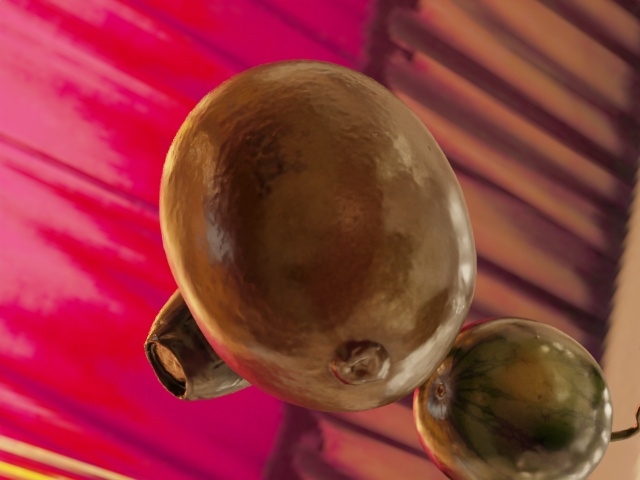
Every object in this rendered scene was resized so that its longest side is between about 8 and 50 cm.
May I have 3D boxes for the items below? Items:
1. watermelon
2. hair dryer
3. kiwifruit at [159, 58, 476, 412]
[{"bbox_3d":[0.160,0.133,1.475,0.140,0.187,0.141,-38,-138,44],"label":"watermelon"},{"bbox_3d":[0.034,0.009,1.540,0.303,0.120,0.359,-32,-176,-25],"label":"hair dryer"},{"bbox_3d":[0.000,0.000,1.230,0.196,0.196,0.234,-46,-146,18],"label":"kiwifruit"}]
